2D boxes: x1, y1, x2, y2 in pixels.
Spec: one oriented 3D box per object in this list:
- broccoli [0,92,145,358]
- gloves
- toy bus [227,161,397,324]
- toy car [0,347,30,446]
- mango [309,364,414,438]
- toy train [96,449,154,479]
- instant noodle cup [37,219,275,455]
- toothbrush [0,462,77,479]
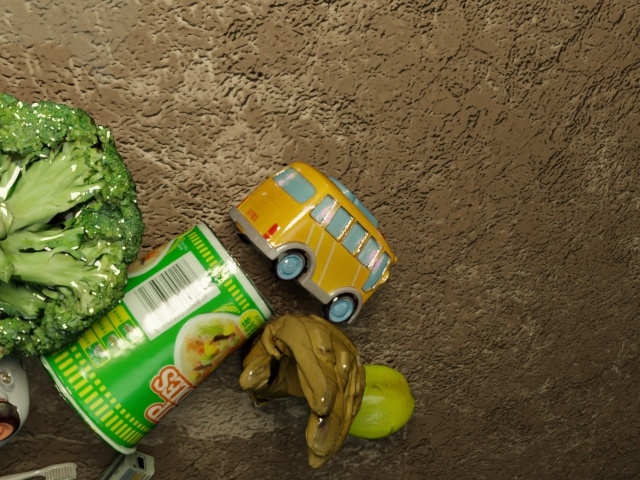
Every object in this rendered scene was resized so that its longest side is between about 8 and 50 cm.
[{"bbox_3d":[-0.307,-0.011,0.770,0.270,0.270,0.270,1,96,7],"label":"broccoli"},{"bbox_3d":[-0.020,0.162,0.981,0.141,0.331,0.154,-40,98,-12],"label":"gloves"},{"bbox_3d":[0.000,0.000,0.998,0.136,0.126,0.209,-46,129,0],"label":"toy bus"},{"bbox_3d":[-0.460,0.159,0.845,0.212,0.180,0.270,-38,148,20],"label":"toy car"},{"bbox_3d":[0.068,0.242,1.217,0.163,0.089,0.117,15,115,-31],"label":"mango"},{"bbox_3d":[-0.331,0.408,1.177,0.055,0.048,0.252,28,108,-34],"label":"toy train"},{"bbox_3d":[-0.189,0.096,0.945,0.233,0.207,0.207,-37,130,-6],"label":"instant noodle cup"},{"bbox_3d":[-0.473,0.332,1.073,0.288,0.024,0.021,-4,126,-22],"label":"toothbrush"}]
